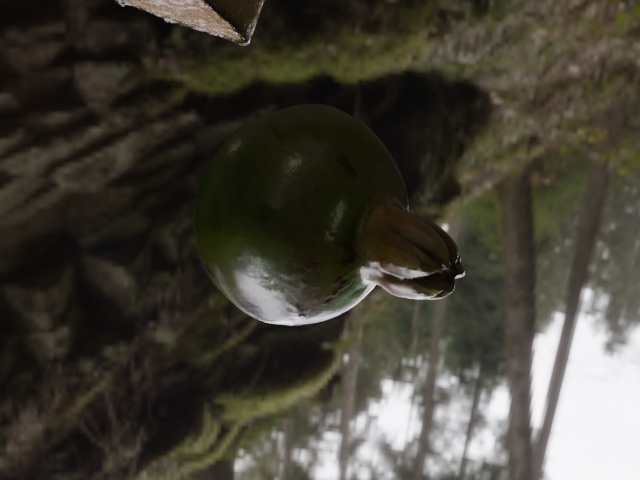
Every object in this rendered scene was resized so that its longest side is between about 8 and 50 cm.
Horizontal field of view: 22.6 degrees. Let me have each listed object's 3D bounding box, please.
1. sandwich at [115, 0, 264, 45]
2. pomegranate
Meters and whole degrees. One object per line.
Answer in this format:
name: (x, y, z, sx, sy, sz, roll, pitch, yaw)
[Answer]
sandwich: (-0.106, -0.163, 0.748, 0.193, 0.162, 0.058, 22, -100, -7)
pomegranate: (-0.008, 0.006, 1.414, 0.241, 0.190, 0.159, 40, -132, 5)
